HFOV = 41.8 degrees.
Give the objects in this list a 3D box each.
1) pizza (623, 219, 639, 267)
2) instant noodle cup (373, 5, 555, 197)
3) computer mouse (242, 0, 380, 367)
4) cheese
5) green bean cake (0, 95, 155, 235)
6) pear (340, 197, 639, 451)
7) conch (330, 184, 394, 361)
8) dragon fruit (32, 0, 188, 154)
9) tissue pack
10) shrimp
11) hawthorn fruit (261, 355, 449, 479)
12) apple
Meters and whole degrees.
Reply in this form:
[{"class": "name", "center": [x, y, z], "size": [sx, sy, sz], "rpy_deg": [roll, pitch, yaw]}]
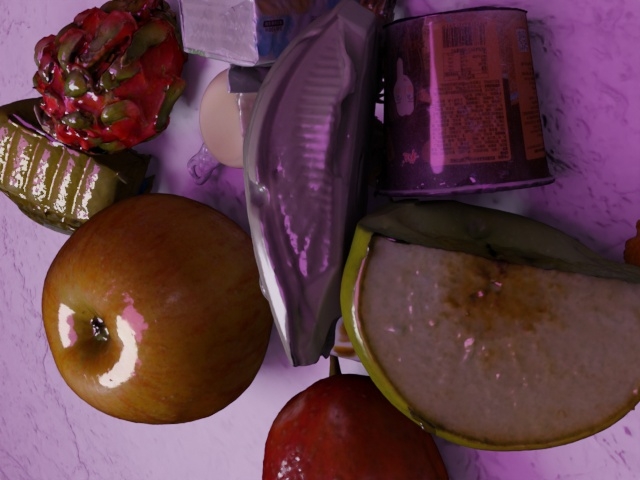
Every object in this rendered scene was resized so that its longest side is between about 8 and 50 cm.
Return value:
[{"class": "pizza", "center": [0.401, 0.057, 0.952], "size": [0.134, 0.056, 0.271], "rpy_deg": [31, 128, 30]}, {"class": "instant noodle cup", "center": [0.165, -0.162, 1.005], "size": [0.217, 0.217, 0.207], "rpy_deg": [3, 100, 44]}, {"class": "computer mouse", "center": [-0.020, -0.070, 0.987], "size": [0.145, 0.228, 0.429], "rpy_deg": [6, 91, 7]}, {"class": "cheese", "center": [-0.165, -0.192, 1.406], "size": [0.249, 0.071, 0.163], "rpy_deg": [-12, 96, 47]}, {"class": "green bean cake", "center": [-0.476, -0.131, 1.628], "size": [0.310, 0.285, 0.202], "rpy_deg": [28, 107, 6]}, {"class": "pear", "center": [0.183, 0.084, 0.974], "size": [0.342, 0.318, 0.238], "rpy_deg": [11, 101, -3]}, {"class": "conch", "center": [0.000, 0.001, 1.214], "size": [0.249, 0.197, 0.368], "rpy_deg": [-48, 46, 50]}, {"class": "dragon fruit", "center": [-0.354, -0.287, 1.431], "size": [0.303, 0.237, 0.231], "rpy_deg": [-44, 53, 9]}, {"class": "tissue pack", "center": [-0.054, -0.280, 1.150], "size": [0.159, 0.229, 0.145], "rpy_deg": [20, 118, 40]}, {"class": "shrimp", "center": [0.092, -0.214, 1.127], "size": [0.058, 0.169, 0.296], "rpy_deg": [15, 87, 71]}, {"class": "hawthorn fruit", "center": [0.045, 0.329, 1.271], "size": [0.285, 0.285, 0.369], "rpy_deg": [-40, 54, 44]}, {"class": "apple", "center": [-0.275, 0.122, 1.415], "size": [0.400, 0.333, 0.400], "rpy_deg": [9, 116, 19]}]
